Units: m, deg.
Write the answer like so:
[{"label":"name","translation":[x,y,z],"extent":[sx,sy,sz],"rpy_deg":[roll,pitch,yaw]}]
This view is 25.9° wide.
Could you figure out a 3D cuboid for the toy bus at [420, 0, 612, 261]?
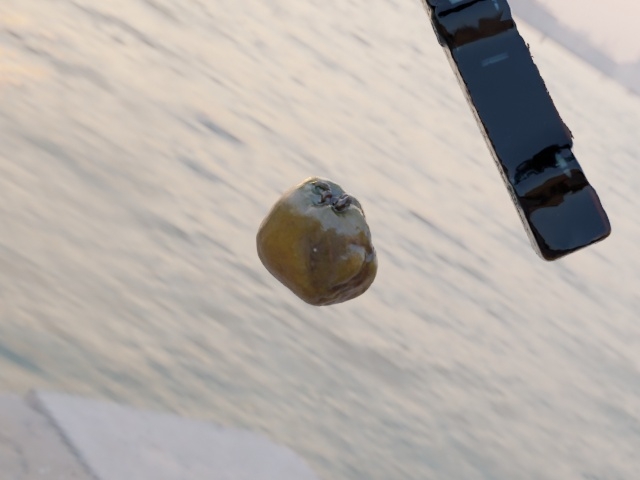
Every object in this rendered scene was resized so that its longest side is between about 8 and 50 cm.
[{"label":"toy bus","translation":[0.207,-0.170,1.574],"extent":[0.092,0.093,0.408],"rpy_deg":[58,9,-78]}]

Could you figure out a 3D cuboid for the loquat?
[{"label":"loquat","translation":[0.000,0.000,1.420],"extent":[0.113,0.137,0.137],"rpy_deg":[-27,51,-30]}]
